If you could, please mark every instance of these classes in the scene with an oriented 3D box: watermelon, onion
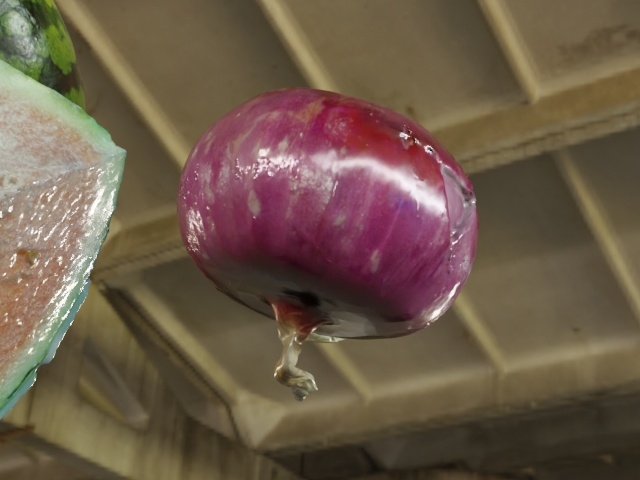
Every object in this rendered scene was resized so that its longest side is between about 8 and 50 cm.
[{"bbox_3d":[-0.220,-0.093,0.742,0.128,0.159,0.303,47,-7,-16],"label":"watermelon"},{"bbox_3d":[-0.174,0.019,0.469,0.146,0.128,0.231,2,-63,-47],"label":"watermelon"},{"bbox_3d":[0.003,-0.010,0.623,0.177,0.153,0.177,22,-41,20],"label":"onion"}]

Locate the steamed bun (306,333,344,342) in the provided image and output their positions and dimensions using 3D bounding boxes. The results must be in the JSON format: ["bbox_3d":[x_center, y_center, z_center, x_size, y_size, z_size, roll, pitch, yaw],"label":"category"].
[{"bbox_3d":[-0.007,0.056,1.210,0.130,0.112,0.091,18,11,-45],"label":"steamed bun"}]
